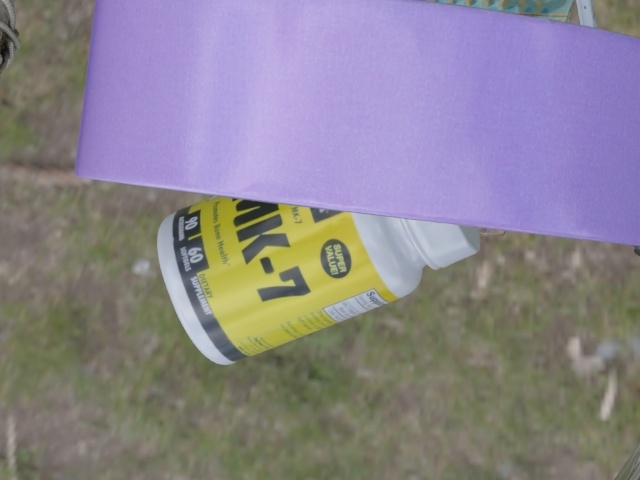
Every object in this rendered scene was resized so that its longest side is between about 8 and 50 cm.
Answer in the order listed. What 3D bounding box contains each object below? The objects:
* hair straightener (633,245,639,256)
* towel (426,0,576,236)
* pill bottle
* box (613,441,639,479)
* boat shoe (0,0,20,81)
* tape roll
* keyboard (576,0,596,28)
[{"bbox_3d":[0.188,-0.026,1.068,0.230,0.047,0.089,19,155,27],"label":"hair straightener"},{"bbox_3d":[0.068,-0.157,1.659,0.271,0.040,0.370,4,130,-10],"label":"towel"},{"bbox_3d":[0.000,0.000,1.410,0.208,0.119,0.119,-22,118,14],"label":"pill bottle"},{"bbox_3d":[0.222,0.159,1.212,0.076,0.242,0.307,32,121,9],"label":"box"},{"bbox_3d":[-0.246,-0.139,1.246,0.116,0.324,0.123,-12,160,-18],"label":"boat shoe"},{"bbox_3d":[0.028,-0.055,0.911,0.275,0.275,0.090,6,91,3],"label":"tape roll"},{"bbox_3d":[0.190,-0.238,1.464,0.014,0.072,0.256,-2,158,11],"label":"keyboard"}]
